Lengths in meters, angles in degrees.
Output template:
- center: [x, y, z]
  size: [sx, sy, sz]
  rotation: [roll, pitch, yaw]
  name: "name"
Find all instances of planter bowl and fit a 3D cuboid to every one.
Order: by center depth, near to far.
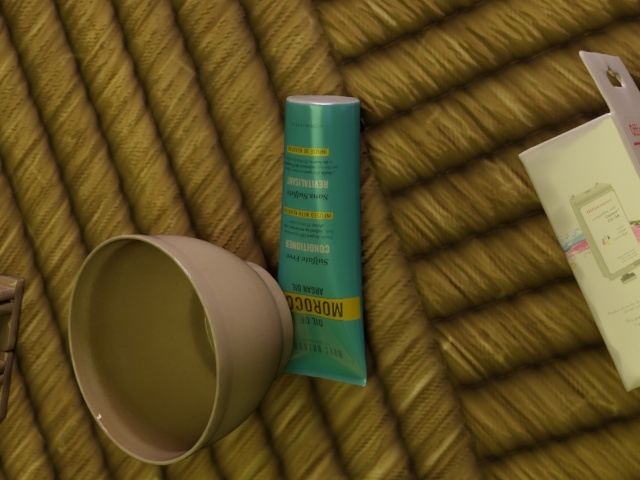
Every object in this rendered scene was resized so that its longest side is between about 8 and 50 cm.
- center: [-0.089, 0.068, 0.969]
  size: [0.162, 0.109, 0.162]
  rotation: [11, 106, 42]
  name: "planter bowl"

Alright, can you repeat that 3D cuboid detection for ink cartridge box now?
- center: [0.191, -0.016, 0.846]
  size: [0.067, 0.115, 0.198]
  rotation: [-25, 84, 24]
  name: "ink cartridge box"

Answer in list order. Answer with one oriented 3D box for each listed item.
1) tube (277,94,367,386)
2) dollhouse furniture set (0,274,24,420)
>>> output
- center: [0.000, 0.000, 0.973]
  size: [0.080, 0.052, 0.207]
  rotation: [9, 105, 34]
  name: "tube"
- center: [-0.359, 0.080, 1.090]
  size: [0.184, 0.129, 0.128]
  rotation: [13, 100, 21]
  name: "dollhouse furniture set"
